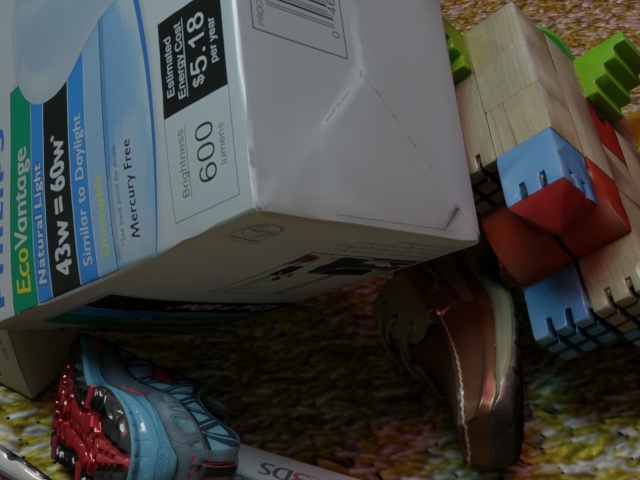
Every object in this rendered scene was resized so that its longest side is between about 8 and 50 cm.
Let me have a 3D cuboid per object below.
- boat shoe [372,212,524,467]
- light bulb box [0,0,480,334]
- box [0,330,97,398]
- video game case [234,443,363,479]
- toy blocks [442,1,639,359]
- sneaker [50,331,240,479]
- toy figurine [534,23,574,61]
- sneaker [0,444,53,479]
[{"bbox_3d":[0.109,0.077,0.816,0.119,0.123,0.324,-6,27,6],"label":"boat shoe"},{"bbox_3d":[-0.099,-0.126,0.757,0.225,0.358,0.361,8,-21,-44],"label":"light bulb box"},{"bbox_3d":[-0.357,0.046,0.903,0.275,0.113,0.094,16,40,29],"label":"box"},{"bbox_3d":[-0.041,0.249,0.653,0.206,0.026,0.227,11,38,21],"label":"video game case"},{"bbox_3d":[0.226,-0.013,0.780,0.190,0.381,0.261,-32,45,31],"label":"toy blocks"},{"bbox_3d":[-0.142,0.149,0.740,0.125,0.104,0.262,12,5,-26],"label":"sneaker"},{"bbox_3d":[0.224,-0.174,1.172,0.173,0.130,0.159,-9,38,34],"label":"toy figurine"},{"bbox_3d":[-0.294,0.212,0.696,0.279,0.107,0.118,7,56,18],"label":"sneaker"}]
